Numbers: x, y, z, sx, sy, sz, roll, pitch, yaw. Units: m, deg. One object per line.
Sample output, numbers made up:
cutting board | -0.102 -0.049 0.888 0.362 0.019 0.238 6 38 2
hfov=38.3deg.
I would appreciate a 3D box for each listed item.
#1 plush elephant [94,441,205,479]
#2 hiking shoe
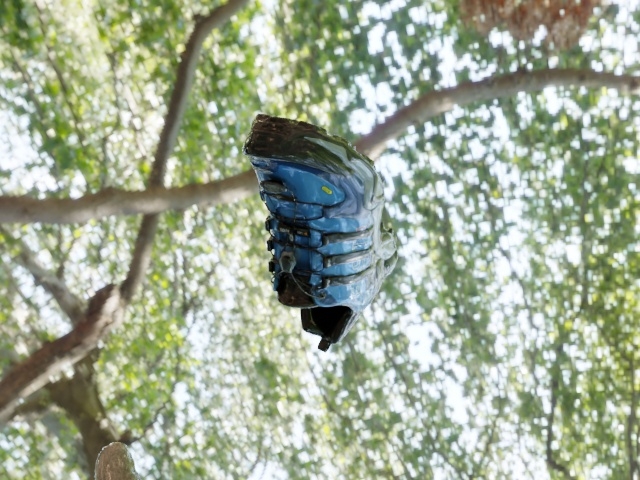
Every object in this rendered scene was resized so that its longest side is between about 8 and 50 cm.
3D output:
plush elephant | -0.165 0.311 0.843 0.330 0.272 0.255 24 -106 16
hiking shoe | 0.000 0.000 0.885 0.113 0.304 0.132 13 -113 28
